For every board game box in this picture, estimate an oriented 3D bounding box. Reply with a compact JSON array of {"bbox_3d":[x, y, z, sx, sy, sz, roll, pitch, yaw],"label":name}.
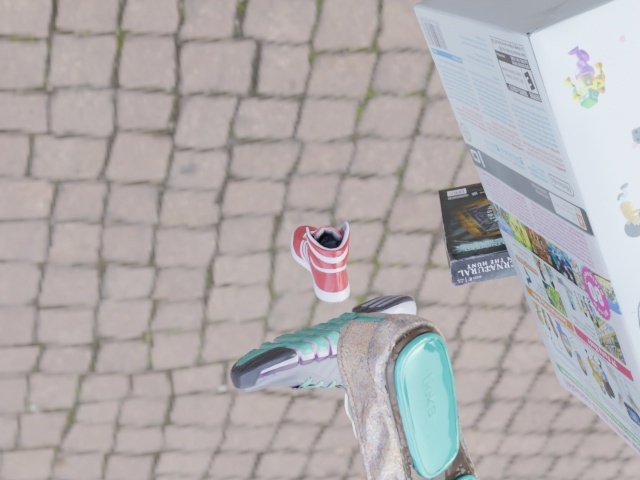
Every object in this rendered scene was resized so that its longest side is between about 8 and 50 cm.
[{"bbox_3d":[0.189,-0.019,1.118,0.186,0.126,0.026,-10,118,7],"label":"board game box"},{"bbox_3d":[0.180,-0.018,0.893,0.098,0.224,0.303,-23,108,-5],"label":"board game box"}]

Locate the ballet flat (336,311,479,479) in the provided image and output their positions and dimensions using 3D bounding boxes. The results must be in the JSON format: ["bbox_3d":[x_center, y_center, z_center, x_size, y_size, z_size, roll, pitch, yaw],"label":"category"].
[{"bbox_3d":[0.076,0.197,1.225,0.108,0.106,0.316,-25,117,-37],"label":"ballet flat"}]

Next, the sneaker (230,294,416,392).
[{"bbox_3d":[0.017,0.134,1.483,0.224,0.098,0.083,-20,-171,-26],"label":"sneaker"}]

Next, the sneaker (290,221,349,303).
[{"bbox_3d":[0.000,0.000,1.307,0.042,0.118,0.067,-10,122,-14],"label":"sneaker"}]
